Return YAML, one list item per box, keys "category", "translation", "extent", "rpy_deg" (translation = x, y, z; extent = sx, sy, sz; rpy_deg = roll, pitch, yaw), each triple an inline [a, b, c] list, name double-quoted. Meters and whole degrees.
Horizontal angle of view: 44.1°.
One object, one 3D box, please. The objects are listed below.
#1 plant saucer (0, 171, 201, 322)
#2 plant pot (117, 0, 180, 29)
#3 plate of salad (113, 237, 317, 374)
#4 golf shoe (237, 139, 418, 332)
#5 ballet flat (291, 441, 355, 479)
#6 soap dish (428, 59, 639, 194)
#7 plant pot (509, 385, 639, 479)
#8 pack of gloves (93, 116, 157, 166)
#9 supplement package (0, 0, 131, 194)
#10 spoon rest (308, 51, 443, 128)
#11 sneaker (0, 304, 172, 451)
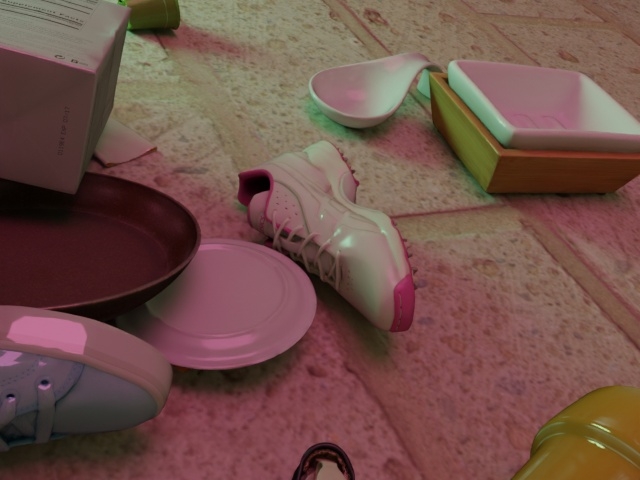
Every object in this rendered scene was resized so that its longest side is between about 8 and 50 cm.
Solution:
- category: "plant saucer"
  translation: [-0.268, 0.006, 0.732]
  extent: [0.310, 0.050, 0.311]
  rpy_deg: [6, 23, -3]
- category: "plant pot"
  translation: [-0.274, -0.365, 1.240]
  extent: [0.079, 0.083, 0.083]
  rpy_deg: [-21, 50, -25]
- category: "plate of salad"
  translation: [-0.103, 0.063, 0.780]
  extent: [0.199, 0.048, 0.200]
  rpy_deg: [3, 35, -2]
- category: "golf shoe"
  translation: [0.000, 0.000, 0.868]
  extent: [0.140, 0.115, 0.306]
  rpy_deg: [-9, 36, -19]
- category: "ballet flat"
  translation: [0.001, 0.235, 0.584]
  extent: [0.074, 0.074, 0.203]
  rpy_deg: [13, 37, -7]
- category: "soap dish"
  translation: [0.326, -0.168, 1.198]
  extent: [0.290, 0.118, 0.229]
  rpy_deg: [-2, 41, -24]
- category: "plant pot"
  translation: [0.195, 0.240, 0.573]
  extent: [0.187, 0.205, 0.205]
  rpy_deg: [-25, 52, -23]
- category: "pack of gloves"
  translation: [-0.346, -0.159, 0.965]
  extent: [0.232, 0.046, 0.195]
  rpy_deg: [37, 41, 23]
- category: "supplement package"
  translation: [-0.296, -0.175, 0.849]
  extent: [0.133, 0.139, 0.244]
  rpy_deg: [13, 28, -12]
- category: "spoon rest"
  translation: [0.098, -0.238, 1.222]
  extent: [0.276, 0.084, 0.137]
  rpy_deg: [-22, 52, -42]
- category: "sneaker"
  translation: [-0.293, 0.134, 0.563]
  extent: [0.365, 0.135, 0.150]
  rpy_deg: [4, 55, -12]
